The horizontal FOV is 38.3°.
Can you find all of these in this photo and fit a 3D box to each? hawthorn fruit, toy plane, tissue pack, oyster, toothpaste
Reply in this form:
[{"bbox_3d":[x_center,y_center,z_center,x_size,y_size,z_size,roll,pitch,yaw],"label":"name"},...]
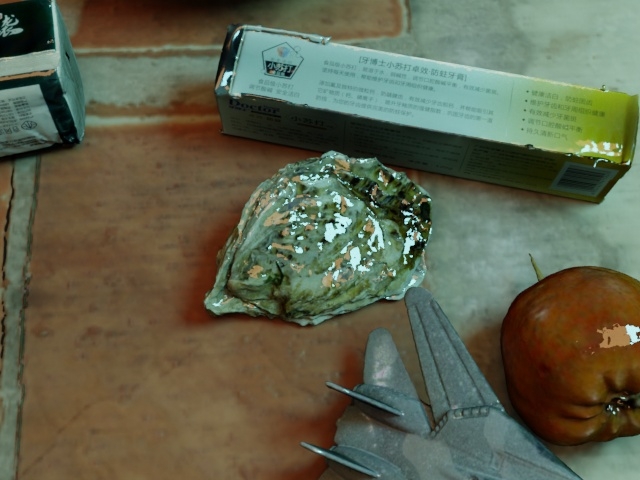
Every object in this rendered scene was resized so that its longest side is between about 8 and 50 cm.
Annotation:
[{"bbox_3d":[0.180,0.077,0.627,0.125,0.140,0.125,-3,99,-21],"label":"hawthorn fruit"},{"bbox_3d":[0.119,0.159,0.574,0.267,0.088,0.212,18,81,26],"label":"toy plane"},{"bbox_3d":[-0.274,-0.116,0.708,0.170,0.103,0.090,-8,59,-5],"label":"tissue pack"},{"bbox_3d":[0.000,0.000,0.686,0.177,0.064,0.125,-1,81,-12],"label":"oyster"},{"bbox_3d":[0.076,-0.095,0.711,0.312,0.089,0.071,10,74,3],"label":"toothpaste"}]
